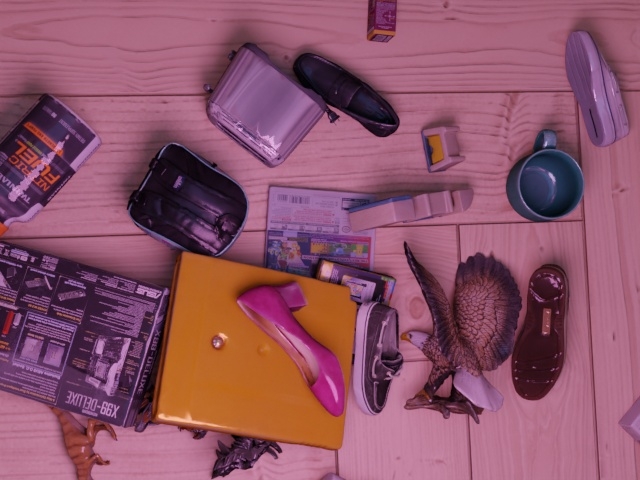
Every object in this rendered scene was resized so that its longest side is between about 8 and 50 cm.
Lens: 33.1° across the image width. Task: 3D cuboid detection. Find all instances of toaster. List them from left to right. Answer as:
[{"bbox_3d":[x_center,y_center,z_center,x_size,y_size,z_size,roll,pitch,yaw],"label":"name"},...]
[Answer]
[{"bbox_3d":[-0.096,-0.229,1.904,0.227,0.129,0.146,38,85,-8],"label":"toaster"}]

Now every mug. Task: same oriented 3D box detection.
[{"bbox_3d":[0.418,-0.110,1.999,0.129,0.097,0.157,36,81,-5],"label":"mug"}]

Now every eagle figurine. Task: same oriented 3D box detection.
[{"bbox_3d":[0.232,0.161,1.907,0.225,0.226,0.298,11,89,11],"label":"eagle figurine"}]

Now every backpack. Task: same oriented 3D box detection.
[{"bbox_3d":[-0.217,-0.056,1.859,0.188,0.144,0.165,29,82,5],"label":"backpack"}]

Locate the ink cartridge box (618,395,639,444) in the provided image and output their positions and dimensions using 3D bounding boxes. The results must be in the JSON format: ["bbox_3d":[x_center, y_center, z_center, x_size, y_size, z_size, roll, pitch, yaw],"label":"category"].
[{"bbox_3d":[0.649,0.356,2.030,0.135,0.056,0.099,43,80,-4],"label":"ink cartridge box"}]

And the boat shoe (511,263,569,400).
[{"bbox_3d":[0.416,0.166,1.983,0.095,0.095,0.257,15,107,17],"label":"boat shoe"}]

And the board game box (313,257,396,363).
[{"bbox_3d":[0.044,0.130,1.928,0.141,0.048,0.170,15,94,-9],"label":"board game box"}]

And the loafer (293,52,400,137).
[{"bbox_3d":[0.051,-0.269,1.954,0.223,0.078,0.076,35,81,-6],"label":"loafer"}]

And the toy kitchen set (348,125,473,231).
[{"bbox_3d":[0.155,-0.116,1.949,0.207,0.122,0.166,-9,87,-39],"label":"toy kitchen set"}]

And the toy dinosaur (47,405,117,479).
[{"bbox_3d":[-0.414,0.335,1.842,0.112,0.064,0.211,-24,90,-9],"label":"toy dinosaur"}]

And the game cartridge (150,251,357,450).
[{"bbox_3d":[-0.103,0.187,1.797,0.324,0.053,0.285,14,72,-20],"label":"game cartridge"}]

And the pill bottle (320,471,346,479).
[{"bbox_3d":[0.099,0.523,1.875,0.265,0.153,0.153,32,82,-6],"label":"pill bottle"}]

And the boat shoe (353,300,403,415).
[{"bbox_3d":[0.104,0.213,1.872,0.078,0.070,0.219,-31,125,-48],"label":"boat shoe"}]

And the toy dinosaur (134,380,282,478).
[{"bbox_3d":[-0.160,0.283,1.854,0.322,0.164,0.218,-20,73,10],"label":"toy dinosaur"}]

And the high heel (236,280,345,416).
[{"bbox_3d":[-0.046,0.181,1.742,0.117,0.082,0.244,-13,77,-35],"label":"high heel"}]

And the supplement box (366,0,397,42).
[{"bbox_3d":[0.113,-0.413,1.987,0.043,0.055,0.083,4,86,-11],"label":"supplement box"}]

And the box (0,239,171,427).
[{"bbox_3d":[-0.426,0.156,1.809,0.308,0.076,0.242,15,84,6],"label":"box"}]

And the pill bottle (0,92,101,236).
[{"bbox_3d":[-0.497,-0.120,1.823,0.130,0.130,0.245,41,81,-5],"label":"pill bottle"}]

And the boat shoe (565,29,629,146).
[{"bbox_3d":[0.528,-0.293,2.048,0.076,0.083,0.226,-19,101,-22],"label":"boat shoe"}]

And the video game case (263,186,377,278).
[{"bbox_3d":[0.000,0.000,1.957,0.201,0.023,0.183,4,86,-11],"label":"video game case"}]
